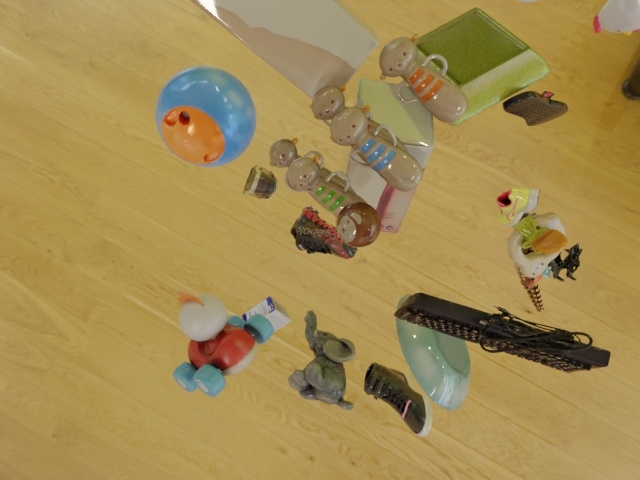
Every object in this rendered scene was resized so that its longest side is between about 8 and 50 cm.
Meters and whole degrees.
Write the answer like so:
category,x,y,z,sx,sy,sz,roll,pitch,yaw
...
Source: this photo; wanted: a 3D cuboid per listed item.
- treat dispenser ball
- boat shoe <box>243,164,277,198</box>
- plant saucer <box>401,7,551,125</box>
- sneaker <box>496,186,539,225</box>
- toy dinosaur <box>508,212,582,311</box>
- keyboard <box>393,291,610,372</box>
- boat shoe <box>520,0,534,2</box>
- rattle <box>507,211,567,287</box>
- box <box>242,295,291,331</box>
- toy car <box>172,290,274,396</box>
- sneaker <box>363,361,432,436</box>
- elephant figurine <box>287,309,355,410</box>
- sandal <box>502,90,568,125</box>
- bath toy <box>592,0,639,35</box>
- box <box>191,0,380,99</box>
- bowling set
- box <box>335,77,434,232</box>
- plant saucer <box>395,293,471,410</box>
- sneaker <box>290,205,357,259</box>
category,x,y,z,sx,sy,sz,roll,pitch,yaw
treat dispenser ball,-0.332,-0.360,1.360,0.288,0.288,0.288,0,87,4
boat shoe,-0.140,-0.133,1.107,0.073,0.223,0.080,24,94,-9
plant saucer,0.234,-0.294,0.742,0.188,0.045,0.188,-30,60,-5
sneaker,0.562,-0.109,1.377,0.094,0.208,0.081,12,70,3
toy dinosaur,0.742,0.067,1.574,0.164,0.218,0.322,-29,104,-31
keyboard,0.168,0.098,0.441,0.192,0.100,0.038,16,64,2
boat shoe,0.308,-0.362,0.640,0.125,0.046,0.038,-11,65,-12
rattle,0.485,0.050,0.981,0.130,0.143,0.199,-22,119,-17
box,-0.206,0.296,1.766,0.137,0.126,0.072,-35,50,5
toy car,-0.280,0.211,1.131,0.219,0.210,0.238,-44,111,-38
sneaker,0.205,0.445,1.313,0.147,0.296,0.104,20,98,-12
elephant figurine,0.021,0.342,1.362,0.169,0.239,0.186,-14,121,38
sandal,0.354,-0.227,0.765,0.067,0.179,0.040,-23,74,42
bath toy,0.680,-0.539,1.012,0.151,0.129,0.348,44,51,-8
box,-0.074,-0.342,0.647,0.311,0.148,0.121,36,116,-16
bowling set,0.036,-0.105,0.577,0.154,0.200,0.287,37,127,-15
box,0.106,-0.142,0.828,0.127,0.232,0.148,8,56,-2
plant saucer,0.194,0.169,0.743,0.037,0.195,0.195,-32,85,32
sneaker,0.000,0.000,1.461,0.135,0.097,0.276,-45,47,-7
